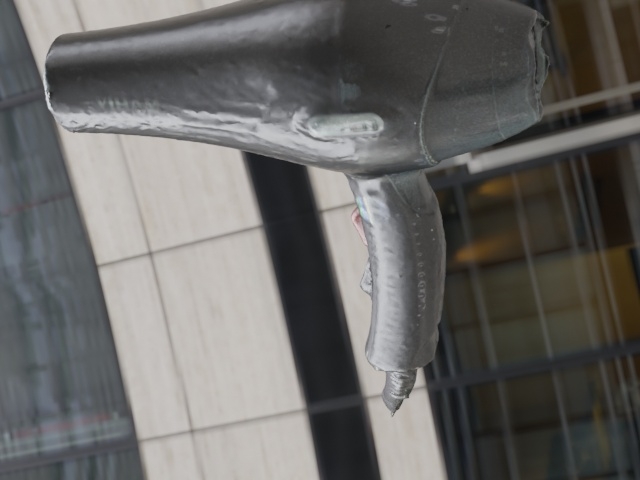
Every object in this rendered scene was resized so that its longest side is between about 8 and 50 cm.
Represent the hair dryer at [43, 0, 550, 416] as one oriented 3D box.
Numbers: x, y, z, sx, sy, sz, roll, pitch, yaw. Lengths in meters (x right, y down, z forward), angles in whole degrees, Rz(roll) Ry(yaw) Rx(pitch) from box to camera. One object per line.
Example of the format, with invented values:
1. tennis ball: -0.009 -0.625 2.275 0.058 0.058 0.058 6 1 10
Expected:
1. hair dryer: 0.000 0.000 0.621 0.091 0.236 0.271 -67 -29 -52
